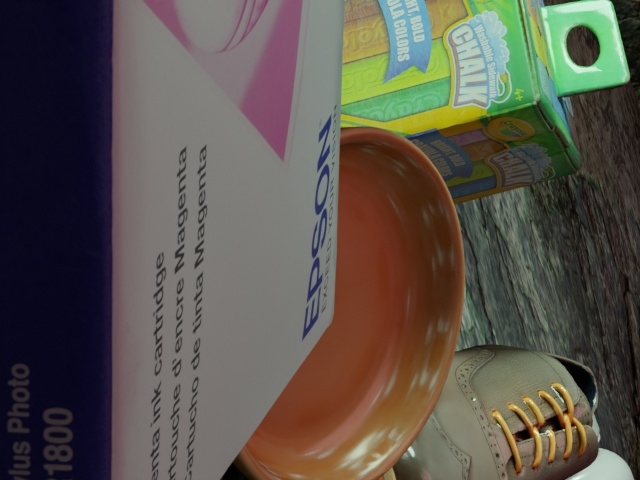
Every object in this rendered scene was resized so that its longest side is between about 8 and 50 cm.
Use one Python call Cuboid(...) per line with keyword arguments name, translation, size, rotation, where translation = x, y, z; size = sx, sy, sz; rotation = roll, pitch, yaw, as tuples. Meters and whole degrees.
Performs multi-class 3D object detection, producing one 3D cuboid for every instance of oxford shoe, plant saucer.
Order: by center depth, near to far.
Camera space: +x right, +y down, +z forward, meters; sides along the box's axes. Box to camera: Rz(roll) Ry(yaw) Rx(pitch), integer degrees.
Cuboid(name="plant saucer", translation=(0.003, 0.038, 1.049), size=(0.200, 0.037, 0.200), rotation=(-16, 111, -46))
Cuboid(name="oxford shoe", translation=(0.104, 0.119, 1.301), size=(0.363, 0.133, 0.130), rotation=(-26, 101, -75))

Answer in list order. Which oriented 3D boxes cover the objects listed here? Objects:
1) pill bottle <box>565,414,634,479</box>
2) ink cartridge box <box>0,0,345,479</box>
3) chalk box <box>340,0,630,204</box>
Cuboid(name="pill bottle", translation=(0.194, 0.236, 1.533), size=(0.121, 0.121, 0.216), rotation=(-52, 125, -72))
Cuboid(name="ink cartridge box", translation=(-0.065, -0.043, 0.659), size=(0.330, 0.071, 0.324), rotation=(-56, 153, -58))
Cuboid(name="chalk box", translation=(0.097, -0.111, 1.349), size=(0.132, 0.213, 0.132), rotation=(44, 34, -62))
